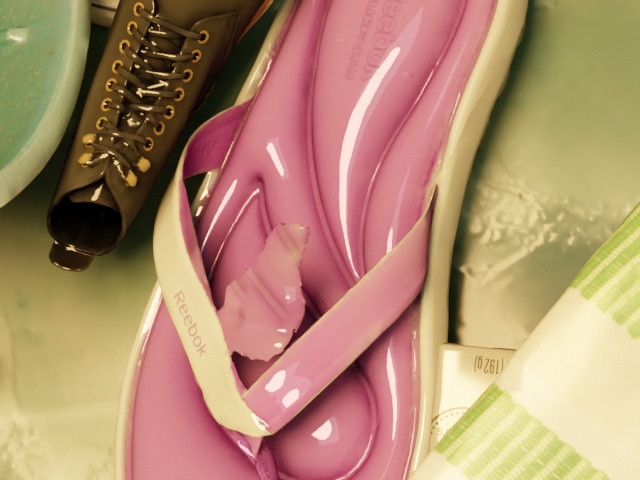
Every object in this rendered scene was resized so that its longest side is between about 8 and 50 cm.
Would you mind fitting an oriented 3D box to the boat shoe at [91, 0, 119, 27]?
[{"bbox_3d":[-0.165,-0.213,0.921,0.096,0.088,0.267,-45,76,-1],"label":"boat shoe"}]

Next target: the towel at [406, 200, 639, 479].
[{"bbox_3d":[0.167,0.124,0.661,0.248,0.038,0.325,39,89,11],"label":"towel"}]

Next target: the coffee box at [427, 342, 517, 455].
[{"bbox_3d":[0.120,0.203,0.734,0.168,0.119,0.297,5,83,10],"label":"coffee box"}]

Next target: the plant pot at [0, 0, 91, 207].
[{"bbox_3d":[-0.341,-0.125,0.795,0.334,0.341,0.341,-16,76,31],"label":"plant pot"}]

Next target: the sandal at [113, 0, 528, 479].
[{"bbox_3d":[-0.014,-0.001,0.834,0.169,0.102,0.416,7,74,24],"label":"sandal"}]

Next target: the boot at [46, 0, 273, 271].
[{"bbox_3d":[-0.074,-0.083,0.810,0.077,0.198,0.137,21,52,0],"label":"boot"}]
